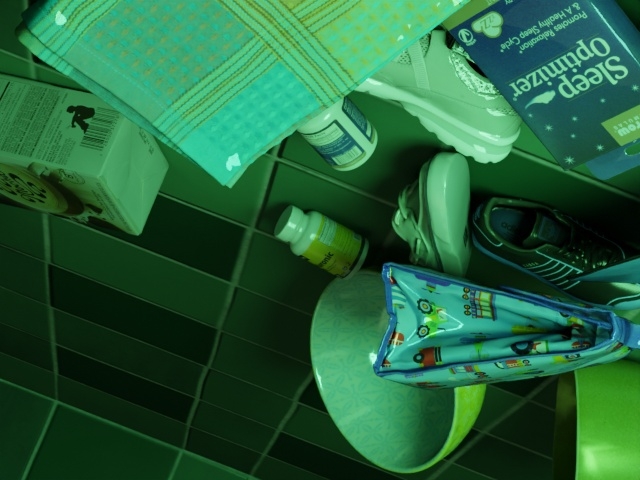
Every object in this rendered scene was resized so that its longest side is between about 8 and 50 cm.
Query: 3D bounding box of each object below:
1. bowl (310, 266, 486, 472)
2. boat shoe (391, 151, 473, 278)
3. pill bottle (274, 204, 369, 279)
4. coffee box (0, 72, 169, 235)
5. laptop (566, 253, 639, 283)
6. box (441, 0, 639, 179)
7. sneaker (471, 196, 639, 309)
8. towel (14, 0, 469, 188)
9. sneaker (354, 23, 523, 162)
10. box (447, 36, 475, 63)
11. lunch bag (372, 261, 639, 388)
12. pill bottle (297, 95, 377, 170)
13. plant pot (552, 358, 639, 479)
[{"bbox_3d":[0.135,0.160,1.934,0.156,0.289,0.289,-17,-175,-39],"label":"bowl"},{"bbox_3d":[0.128,-0.030,1.640,0.088,0.096,0.267,10,164,13],"label":"boat shoe"},{"bbox_3d":[0.000,0.000,1.847,0.116,0.065,0.065,29,156,-17],"label":"pill bottle"},{"bbox_3d":[-0.371,-0.120,1.824,0.297,0.118,0.168,13,157,18],"label":"coffee box"},{"bbox_3d":[0.533,0.110,1.383,0.408,0.236,0.382,57,151,-5],"label":"laptop"},{"bbox_3d":[0.225,-0.145,1.225,0.225,0.036,0.136,46,138,-16],"label":"box"},{"bbox_3d":[0.283,0.013,1.608,0.232,0.081,0.090,19,165,9],"label":"sneaker"},{"bbox_3d":[-0.026,-0.208,1.127,0.370,0.040,0.271,-35,137,18],"label":"towel"},{"bbox_3d":[0.086,-0.193,1.335,0.281,0.105,0.115,28,125,-9],"label":"sneaker"},{"bbox_3d":[0.168,-0.185,1.278,0.083,0.067,0.018,27,-170,-13],"label":"box"},{"bbox_3d":[0.235,0.111,1.618,0.293,0.138,0.221,3,172,19],"label":"lunch bag"},{"bbox_3d":[0.006,-0.134,1.532,0.067,0.067,0.120,3,151,38],"label":"pill bottle"},{"bbox_3d":[0.475,0.292,1.889,0.294,0.274,0.275,3,156,3],"label":"plant pot"}]
